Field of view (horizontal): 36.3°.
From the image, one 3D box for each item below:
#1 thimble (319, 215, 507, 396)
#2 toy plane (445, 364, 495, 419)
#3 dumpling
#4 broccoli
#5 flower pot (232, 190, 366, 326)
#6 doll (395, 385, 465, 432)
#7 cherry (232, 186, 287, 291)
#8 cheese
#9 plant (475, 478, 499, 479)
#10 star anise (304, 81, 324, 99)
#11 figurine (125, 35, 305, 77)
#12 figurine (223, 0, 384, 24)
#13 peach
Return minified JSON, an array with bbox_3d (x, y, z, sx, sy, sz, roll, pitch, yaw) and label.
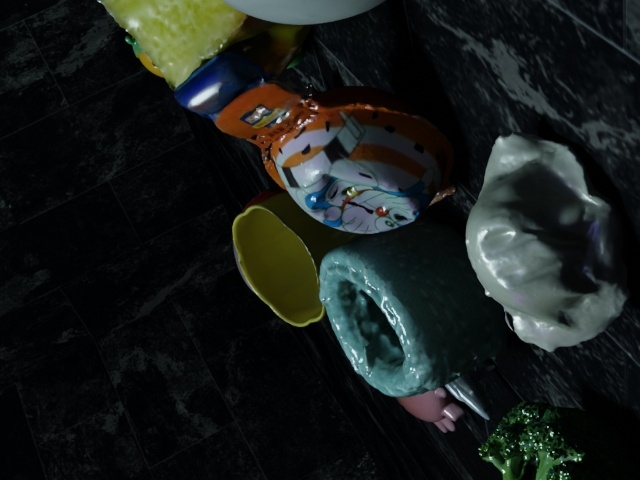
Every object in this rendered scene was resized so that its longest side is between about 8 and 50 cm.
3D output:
[{"bbox_3d":[0.111,0.083,1.166,0.235,0.143,0.198,43,150,45],"label":"thimble"},{"bbox_3d":[0.164,0.130,1.329,0.267,0.088,0.212,46,165,33],"label":"toy plane"},{"bbox_3d":[0.186,0.002,0.792,0.127,0.108,0.187,-7,95,56],"label":"dumpling"},{"bbox_3d":[0.252,0.251,0.985,0.195,0.156,0.195,32,175,3],"label":"broccoli"},{"bbox_3d":[0.000,0.000,1.416,0.195,0.179,0.195,34,141,33],"label":"flower pot"},{"bbox_3d":[0.154,0.219,1.579,0.211,0.093,0.262,57,169,11],"label":"doll"},{"bbox_3d":[-0.045,0.027,1.754,0.239,0.206,0.239,165,90,-79],"label":"cherry"},{"bbox_3d":[0.004,-0.102,1.026,0.329,0.217,0.129,26,-125,-34],"label":"cheese"},{"bbox_3d":[0.290,0.446,1.193,0.312,0.213,0.215,25,166,4],"label":"plant"},{"bbox_3d":[0.020,-0.159,1.343,0.212,0.054,0.157,61,172,19],"label":"star anise"},{"bbox_3d":[-0.159,-0.300,1.385,0.324,0.222,0.124,53,169,42],"label":"figurine"},{"bbox_3d":[0.007,-0.339,0.657,0.275,0.226,0.394,18,132,31],"label":"figurine"},{"bbox_3d":[-0.142,-0.358,1.077,0.380,0.242,0.306,49,-156,9],"label":"peach"}]
